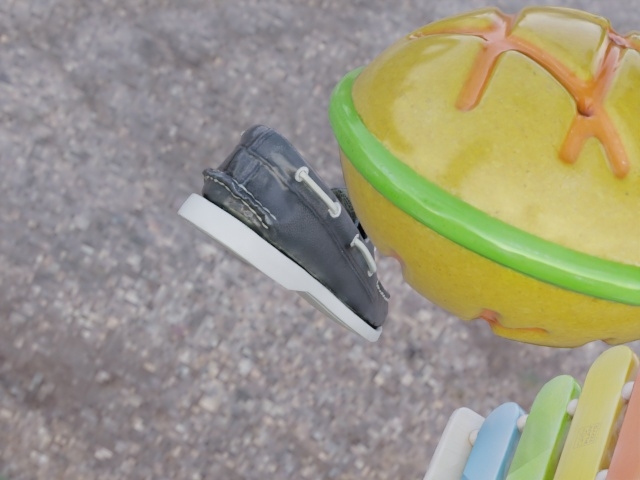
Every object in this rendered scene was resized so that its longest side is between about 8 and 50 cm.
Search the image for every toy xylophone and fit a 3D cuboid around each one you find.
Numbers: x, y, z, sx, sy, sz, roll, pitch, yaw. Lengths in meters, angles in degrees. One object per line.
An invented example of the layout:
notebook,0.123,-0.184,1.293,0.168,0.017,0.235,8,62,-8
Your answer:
toy xylophone,0.189,0.165,1.001,0.081,0.322,0.236,41,43,-19

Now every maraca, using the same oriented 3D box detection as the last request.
maraca,0.089,-0.016,0.476,0.185,0.099,0.127,11,32,-23

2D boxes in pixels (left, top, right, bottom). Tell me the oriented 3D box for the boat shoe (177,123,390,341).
boat shoe,0.000,0.000,1.168,0.114,0.091,0.302,34,-1,22
